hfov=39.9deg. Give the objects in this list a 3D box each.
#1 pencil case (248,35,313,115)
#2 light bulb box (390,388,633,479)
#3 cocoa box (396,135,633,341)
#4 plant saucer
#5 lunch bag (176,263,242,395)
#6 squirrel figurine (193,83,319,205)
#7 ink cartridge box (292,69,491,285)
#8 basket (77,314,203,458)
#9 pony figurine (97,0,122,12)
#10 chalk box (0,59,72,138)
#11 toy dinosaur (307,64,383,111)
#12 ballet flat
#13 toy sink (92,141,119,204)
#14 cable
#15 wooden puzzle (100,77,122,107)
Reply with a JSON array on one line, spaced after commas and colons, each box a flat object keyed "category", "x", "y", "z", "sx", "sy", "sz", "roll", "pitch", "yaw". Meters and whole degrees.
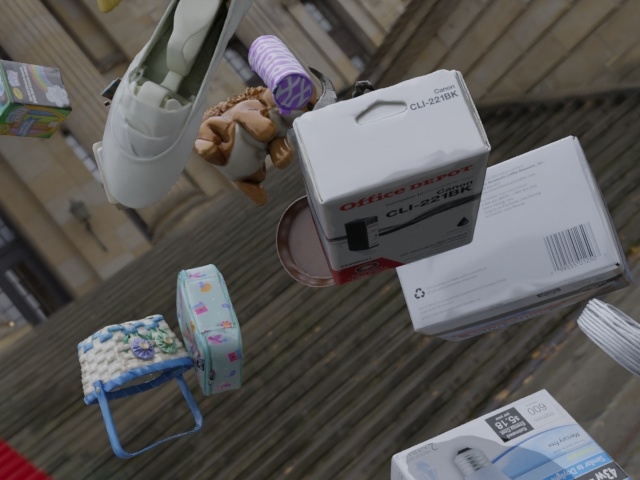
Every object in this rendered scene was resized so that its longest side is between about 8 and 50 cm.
[{"category": "pencil case", "x": -0.080, "y": -0.325, "z": 1.718, "sx": 0.086, "sy": 0.206, "sz": 0.088, "roll": 6, "pitch": -58, "yaw": -24}, {"category": "light bulb box", "x": 0.364, "y": 0.517, "z": 1.582, "sx": 0.358, "sy": 0.361, "sz": 0.225, "roll": -19, "pitch": -50, "yaw": -20}, {"category": "cocoa box", "x": 0.320, "y": 0.012, "z": 1.503, "sx": 0.347, "sy": 0.231, "sz": 0.228, "roll": -21, "pitch": -19, "yaw": 20}, {"category": "plant saucer", "x": 0.000, "y": 0.000, "z": 1.590, "sx": 0.168, "sy": 0.168, "sz": 0.029, "roll": -41, "pitch": -16, "yaw": 21}, {"category": "lunch bag", "x": -0.263, "y": 0.218, "z": 2.066, "sx": 0.107, "sy": 0.279, "sz": 0.224, "roll": -9, "pitch": -39, "yaw": -18}, {"category": "squirrel figurine", "x": -0.188, "y": -0.359, "z": 2.585, "sx": 0.370, "sy": 0.281, "sz": 0.397, "roll": -48, "pitch": 33, "yaw": 2}, {"category": "ink cartridge box", "x": 0.085, "y": -0.065, "z": 1.066, "sx": 0.197, "sy": 0.114, "sz": 0.273, "roll": -18, "pitch": -23, "yaw": -2}, {"category": "basket", "x": -0.406, "y": 0.326, "z": 1.986, "sx": 0.201, "sy": 0.289, "sz": 0.254, "roll": -27, "pitch": -9, "yaw": 33}, {"category": "pony figurine", "x": -0.313, "y": -0.529, "z": 1.174, "sx": 0.351, "sy": 0.303, "sz": 0.363, "roll": -38, "pitch": -37, "yaw": 11}, {"category": "chalk box", "x": -0.731, "y": -0.337, "z": 2.107, "sx": 0.213, "sy": 0.132, "sz": 0.132, "roll": 0, "pitch": -29, "yaw": -47}, {"category": "toy dinosaur", "x": 0.051, "y": -0.156, "z": 1.354, "sx": 0.160, "sy": 0.313, "sz": 0.121, "roll": -39, "pitch": -11, "yaw": 0}, {"category": "ballet flat", "x": -0.213, "y": -0.238, "z": 1.249, "sx": 0.139, "sy": 0.139, "sz": 0.400, "roll": 37, "pitch": -101, "yaw": -86}, {"category": "toy sink", "x": -0.458, "y": -0.168, "z": 2.104, "sx": 0.131, "sy": 0.153, "sz": 0.234, "roll": -18, "pitch": 0, "yaw": -11}, {"category": "cable", "x": 0.750, "y": 0.245, "z": 2.150, "sx": 0.089, "sy": 0.257, "sz": 0.257, "roll": -57, "pitch": -14, "yaw": 12}, {"category": "wooden puzzle", "x": -0.390, "y": -0.288, "z": 1.692, "sx": 0.083, "sy": 0.006, "sz": 0.049, "roll": -39, "pitch": -27, "yaw": 17}]
